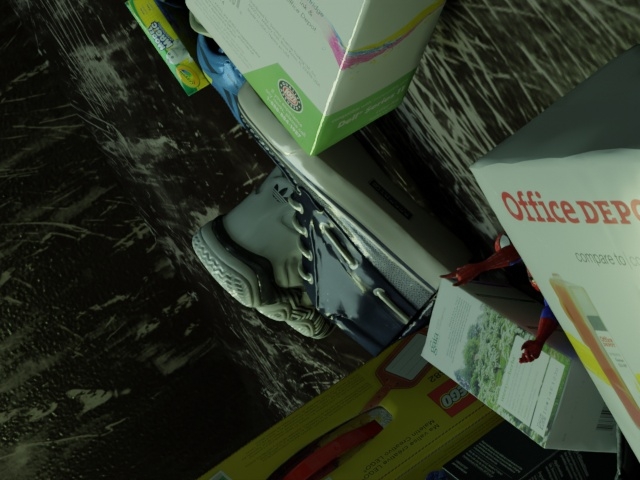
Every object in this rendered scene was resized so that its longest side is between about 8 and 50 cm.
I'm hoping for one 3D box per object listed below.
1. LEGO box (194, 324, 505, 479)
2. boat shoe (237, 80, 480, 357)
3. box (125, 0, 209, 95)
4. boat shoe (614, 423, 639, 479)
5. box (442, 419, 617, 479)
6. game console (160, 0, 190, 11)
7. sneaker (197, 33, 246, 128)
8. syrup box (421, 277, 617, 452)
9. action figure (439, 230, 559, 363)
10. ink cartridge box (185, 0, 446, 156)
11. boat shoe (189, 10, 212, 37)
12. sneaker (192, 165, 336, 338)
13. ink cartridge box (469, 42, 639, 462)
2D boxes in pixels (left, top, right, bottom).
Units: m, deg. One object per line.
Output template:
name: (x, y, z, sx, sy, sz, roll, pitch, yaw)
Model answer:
LEGO box: (0.064, 0.378, 1.674, 0.193, 0.500, 0.372, 40, 159, 52)
boat shoe: (0.005, -0.021, 1.544, 0.340, 0.158, 0.127, 45, -153, 7)
box: (-0.210, -0.296, 1.932, 0.179, 0.043, 0.105, 58, -164, -15)
boat shoe: (0.324, 0.240, 1.305, 0.108, 0.102, 0.301, 46, 163, 36)
box: (0.269, 0.299, 1.457, 0.261, 0.184, 0.103, 63, 167, -25)
game console: (-0.250, -0.470, 1.823, 0.293, 0.173, 0.250, 54, 135, 9)
sneaker: (-0.097, -0.211, 1.798, 0.209, 0.069, 0.082, 48, 160, 30)
syrup box: (0.205, 0.120, 1.387, 0.237, 0.096, 0.093, 35, 114, 59)
action figure: (0.219, 0.072, 1.230, 0.280, 0.139, 0.091, 44, 159, 50)
ink cartridge box: (0.009, -0.258, 1.140, 0.207, 0.119, 0.353, 52, 153, 16)
boat shoe: (-0.031, -0.221, 1.481, 0.113, 0.127, 0.340, 18, -175, -31)
sneaker: (0.000, 0.000, 1.756, 0.137, 0.210, 0.366, 51, -171, 24)
ink cartridge box: (0.294, 0.065, 0.887, 0.385, 0.160, 0.279, 59, 166, -10)
